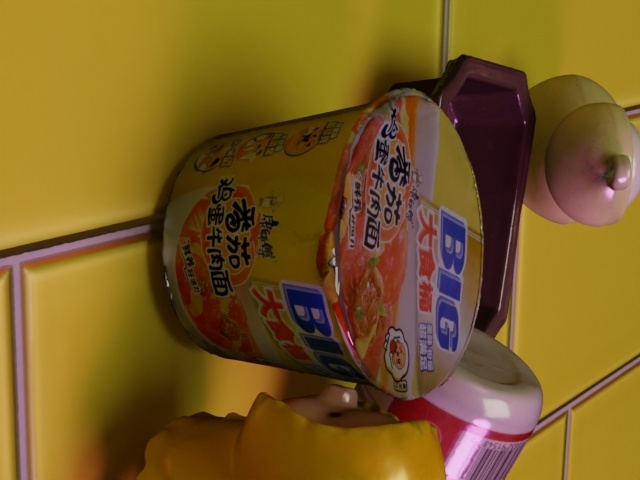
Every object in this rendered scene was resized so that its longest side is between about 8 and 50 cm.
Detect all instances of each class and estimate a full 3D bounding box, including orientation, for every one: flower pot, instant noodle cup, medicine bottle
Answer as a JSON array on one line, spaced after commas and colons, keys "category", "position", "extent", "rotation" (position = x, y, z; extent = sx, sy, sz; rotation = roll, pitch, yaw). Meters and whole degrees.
[{"category": "flower pot", "position": [0.096, -0.027, 1.051], "extent": [0.179, 0.084, 0.251], "rotation": [2, 98, -57]}, {"category": "instant noodle cup", "position": [0.000, 0.000, 0.839], "extent": [0.205, 0.153, 0.205], "rotation": [-5, 95, -58]}, {"category": "medicine bottle", "position": [0.059, 0.186, 0.948], "extent": [0.131, 0.131, 0.250], "rotation": [-1, 123, -56]}]

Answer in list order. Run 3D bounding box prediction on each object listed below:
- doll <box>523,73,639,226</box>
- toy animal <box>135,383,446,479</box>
[{"category": "doll", "position": [0.240, -0.075, 1.137], "extent": [0.296, 0.117, 0.141], "rotation": [-122, -143, -76]}, {"category": "toy animal", "position": [-0.032, 0.165, 0.780], "extent": [0.156, 0.229, 0.156], "rotation": [24, 60, -51]}]
